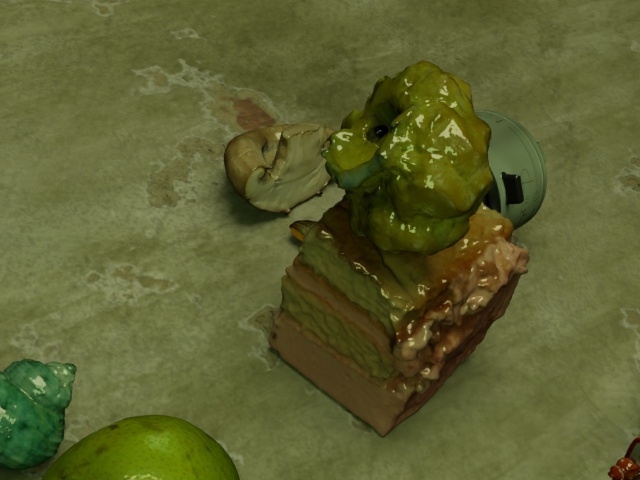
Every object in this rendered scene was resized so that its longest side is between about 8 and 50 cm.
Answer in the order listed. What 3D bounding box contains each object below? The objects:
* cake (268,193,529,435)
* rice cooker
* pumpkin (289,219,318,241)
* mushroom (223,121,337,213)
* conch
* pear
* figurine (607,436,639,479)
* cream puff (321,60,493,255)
[{"bbox_3d":[0.116,0.081,1.893,0.293,0.306,0.314,40,47,19],"label":"cake"},{"bbox_3d":[0.252,-0.097,2.172,0.281,0.241,0.227,6,22,44],"label":"rice cooker"},{"bbox_3d":[-0.001,-0.001,2.137,0.101,0.035,0.073,33,33,21],"label":"pumpkin"},{"bbox_3d":[-0.087,-0.148,2.186,0.151,0.156,0.286,28,30,28],"label":"mushroom"},{"bbox_3d":[-0.430,0.223,1.683,0.202,0.134,0.196,-12,51,-27],"label":"conch"},{"bbox_3d":[-0.200,0.317,1.675,0.288,0.139,0.239,31,35,12],"label":"pear"},{"bbox_3d":[0.406,0.425,1.755,0.226,0.160,0.183,-22,54,-25],"label":"figurine"},{"bbox_3d":[0.101,-0.108,1.667,0.185,0.281,0.281,-3,46,-23],"label":"cream puff"}]
